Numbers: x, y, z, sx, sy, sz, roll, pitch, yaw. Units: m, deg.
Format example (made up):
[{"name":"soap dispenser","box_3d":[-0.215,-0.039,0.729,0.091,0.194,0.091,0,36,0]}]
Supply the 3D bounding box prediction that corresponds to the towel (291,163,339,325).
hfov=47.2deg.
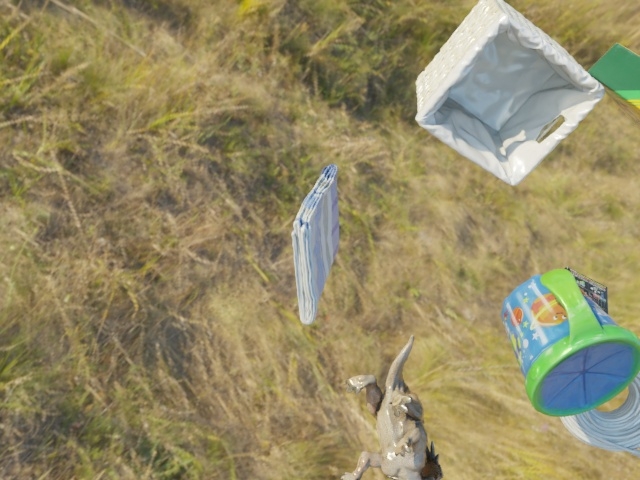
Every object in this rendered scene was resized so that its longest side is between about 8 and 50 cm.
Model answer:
[{"name":"towel","box_3d":[0.000,0.000,1.361,0.285,0.034,0.209,-66,155,-60]}]

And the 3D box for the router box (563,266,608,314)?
[{"name":"router box","box_3d":[0.621,0.129,1.736,0.122,0.038,0.092,27,50,-10]}]

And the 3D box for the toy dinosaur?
[{"name":"toy dinosaur","box_3d":[0.135,0.310,1.186,0.200,0.127,0.296,23,62,-54]}]

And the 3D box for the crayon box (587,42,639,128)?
[{"name":"crayon box","box_3d":[0.832,-0.269,1.713,0.363,0.106,0.313,32,21,-32]}]

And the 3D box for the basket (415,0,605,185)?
[{"name":"basket","box_3d":[0.454,-0.379,1.825,0.331,0.328,0.266,31,30,-15]}]

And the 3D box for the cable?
[{"name":"cable","box_3d":[0.679,0.361,1.710,0.257,0.257,0.089,10,6,8]}]

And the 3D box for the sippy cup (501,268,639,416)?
[{"name":"sippy cup","box_3d":[0.481,0.194,1.470,0.240,0.305,0.224,9,35,-24]}]
